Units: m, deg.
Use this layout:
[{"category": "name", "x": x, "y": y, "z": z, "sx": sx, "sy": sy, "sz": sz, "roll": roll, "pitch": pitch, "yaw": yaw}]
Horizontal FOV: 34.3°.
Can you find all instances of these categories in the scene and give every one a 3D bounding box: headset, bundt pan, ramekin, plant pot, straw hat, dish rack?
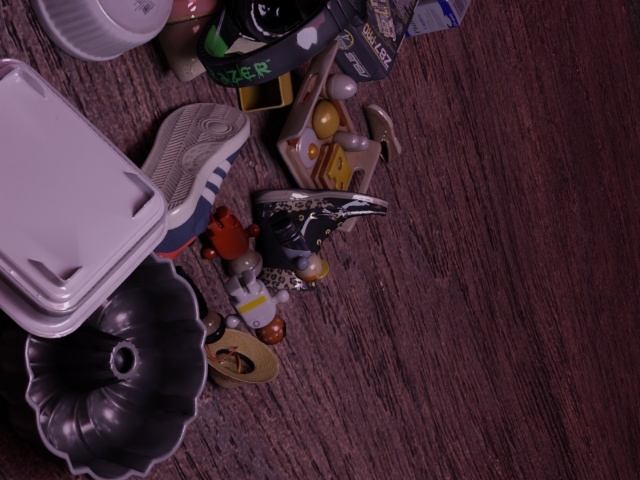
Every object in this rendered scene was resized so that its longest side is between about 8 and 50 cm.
[{"category": "headset", "x": -0.045, "y": -0.390, "z": 1.546, "sx": 0.394, "sy": 0.244, "sz": 0.185, "roll": -57, "pitch": 131, "yaw": -34}, {"category": "bundt pan", "x": -0.311, "y": 0.166, "z": 1.431, "sx": 0.331, "sy": 0.124, "sz": 0.330, "roll": 8, "pitch": 80, "yaw": -53}, {"category": "ramekin", "x": -0.307, "y": -0.368, "z": 1.493, "sx": 0.207, "sy": 0.109, "sz": 0.207, "roll": 7, "pitch": 81, "yaw": -53}, {"category": "plant pot", "x": -0.088, "y": -0.269, "z": 1.803, "sx": 0.083, "sy": 0.081, "sz": 0.081, "roll": -23, "pitch": 106, "yaw": -66}, {"category": "straw hat", "x": -0.145, "y": 0.207, "z": 1.691, "sx": 0.144, "sy": 0.144, "sz": 0.061, "roll": -10, "pitch": 134, "yaw": -53}, {"category": "dish rack", "x": -0.363, "y": -0.072, "z": 1.309, "sx": 0.333, "sy": 0.072, "sz": 0.285, "roll": 44, "pitch": 49, "yaw": -6}]

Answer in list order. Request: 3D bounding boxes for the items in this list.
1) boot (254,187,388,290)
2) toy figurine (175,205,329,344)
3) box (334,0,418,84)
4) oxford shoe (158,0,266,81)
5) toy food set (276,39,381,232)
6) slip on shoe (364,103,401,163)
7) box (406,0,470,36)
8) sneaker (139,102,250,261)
[{"category": "boot", "x": -0.001, "y": 0.000, "z": 1.814, "sx": 0.237, "sy": 0.085, "sz": 0.178, "roll": 2, "pitch": 89, "yaw": -8}, {"category": "toy figurine", "x": -0.116, "y": 0.062, "z": 1.629, "sx": 0.213, "sy": 0.210, "sz": 0.148, "roll": -61, "pitch": 138, "yaw": -35}, {"category": "box", "x": 0.052, "y": -0.549, "z": 1.995, "sx": 0.395, "sy": 0.097, "sz": 0.318, "roll": 48, "pitch": 49, "yaw": -40}, {"category": "oxford shoe", "x": -0.116, "y": -0.358, "z": 1.735, "sx": 0.397, "sy": 0.141, "sz": 0.146, "roll": -22, "pitch": 109, "yaw": -41}, {"category": "toy food set", "x": 0.033, "y": -0.184, "z": 1.901, "sx": 0.306, "sy": 0.093, "sz": 0.219, "roll": 59, "pitch": 43, "yaw": -51}, {"category": "slip on shoe", "x": 0.121, "y": -0.215, "z": 2.102, "sx": 0.041, "sy": 0.051, "sz": 0.135, "roll": -51, "pitch": 133, "yaw": -28}, {"category": "box", "x": 0.243, "y": -0.511, "z": 2.208, "sx": 0.072, "sy": 0.137, "sz": 0.126, "roll": 53, "pitch": 48, "yaw": -35}, {"category": "sneaker", "x": -0.209, "y": -0.086, "z": 1.610, "sx": 0.350, "sy": 0.131, "sz": 0.148, "roll": -61, "pitch": 164, "yaw": -50}]
